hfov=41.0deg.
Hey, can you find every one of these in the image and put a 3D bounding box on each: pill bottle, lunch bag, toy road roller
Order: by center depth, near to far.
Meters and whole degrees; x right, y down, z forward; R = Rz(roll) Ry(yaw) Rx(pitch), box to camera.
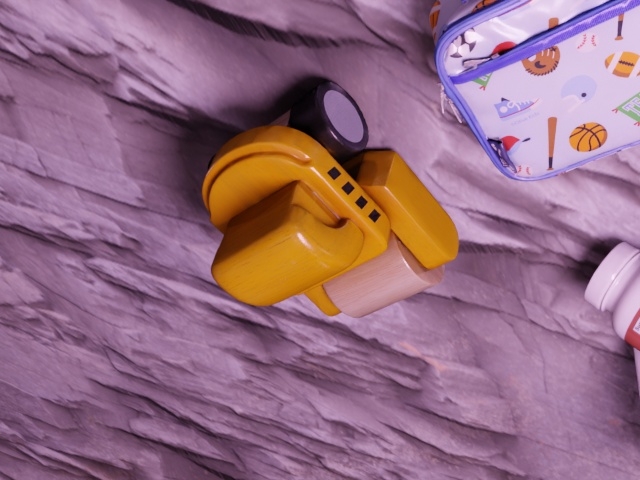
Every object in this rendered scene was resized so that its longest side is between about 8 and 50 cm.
[{"bbox_3d":[0.265,-0.199,0.869,0.303,0.115,0.243,-23,129,21],"label":"lunch bag"},{"bbox_3d":[0.000,0.000,1.038,0.202,0.241,0.329,-28,119,32],"label":"toy road roller"},{"bbox_3d":[0.440,0.096,1.048,0.216,0.121,0.121,37,140,29],"label":"pill bottle"}]

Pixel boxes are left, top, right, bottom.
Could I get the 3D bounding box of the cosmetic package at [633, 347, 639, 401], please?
[{"bbox_3d":[0.647,0.204,1.074,0.453,0.230,0.161,-12,128,24],"label":"cosmetic package"}]
